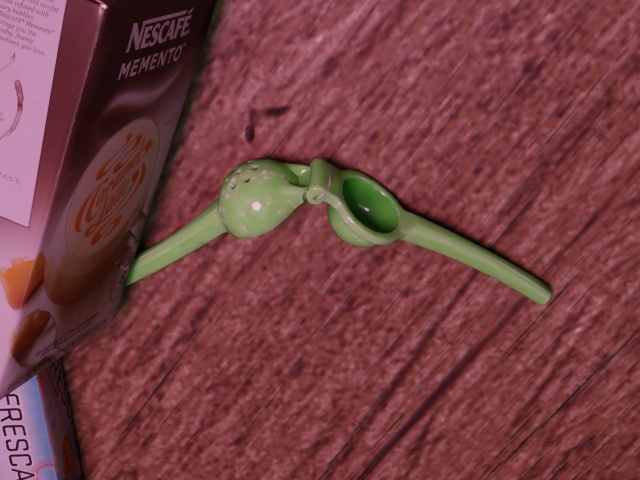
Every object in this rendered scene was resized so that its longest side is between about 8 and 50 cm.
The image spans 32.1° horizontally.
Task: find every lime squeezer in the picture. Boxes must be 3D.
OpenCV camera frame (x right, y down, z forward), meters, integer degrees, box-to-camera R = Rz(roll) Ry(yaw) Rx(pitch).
[{"bbox_3d":[0.000,0.000,0.716,0.310,0.059,0.110,1,115,1],"label":"lime squeezer"}]

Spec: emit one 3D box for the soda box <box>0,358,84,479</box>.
[{"bbox_3d":[-0.212,0.120,0.778,0.063,0.058,0.183,-2,116,3],"label":"soda box"}]

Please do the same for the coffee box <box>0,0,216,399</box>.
[{"bbox_3d":[-0.161,-0.049,0.640,0.098,0.141,0.246,27,116,10],"label":"coffee box"}]
